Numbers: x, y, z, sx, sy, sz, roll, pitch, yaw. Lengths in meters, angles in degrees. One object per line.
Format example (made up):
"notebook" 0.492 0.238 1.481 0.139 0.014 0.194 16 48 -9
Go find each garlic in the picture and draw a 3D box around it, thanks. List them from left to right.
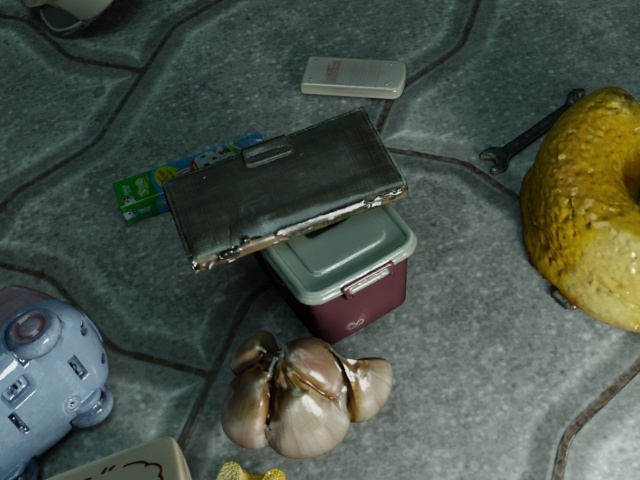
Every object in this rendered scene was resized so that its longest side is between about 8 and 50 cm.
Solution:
"garlic" -0.021 0.208 1.096 0.214 0.191 0.160 15 80 4

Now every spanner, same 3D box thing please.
"spanner" 0.372 -0.190 1.434 0.255 0.015 0.054 -34 56 -18

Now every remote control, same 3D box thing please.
"remote control" 0.062 -0.301 1.549 0.190 0.029 0.087 5 54 11

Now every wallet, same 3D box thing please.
"wallet" -0.051 -0.072 1.171 0.317 0.044 0.169 -21 57 -7

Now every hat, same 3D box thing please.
"hat" -0.509 -0.550 1.738 0.275 0.161 0.232 29 65 22

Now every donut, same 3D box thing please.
"donut" -0.087 0.309 1.080 0.083 0.067 0.038 -28 26 28
"donut" 0.514 -0.054 1.219 0.435 0.163 0.377 7 55 12

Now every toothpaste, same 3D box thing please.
"toothpaste" -0.212 -0.105 1.421 0.267 0.050 0.065 -20 56 -8

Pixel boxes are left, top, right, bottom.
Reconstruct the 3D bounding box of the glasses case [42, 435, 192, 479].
"glasses case" -0.321 0.359 1.029 0.337 0.076 0.144 -20 25 -9

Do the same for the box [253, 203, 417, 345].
"box" 0.000 0.000 1.240 0.193 0.167 0.294 -29 55 -13

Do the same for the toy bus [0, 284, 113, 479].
"toy bus" -0.449 0.192 1.144 0.232 0.197 0.294 26 60 35
